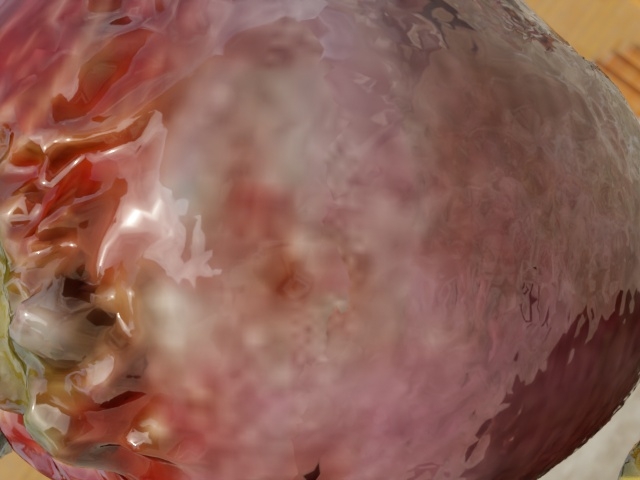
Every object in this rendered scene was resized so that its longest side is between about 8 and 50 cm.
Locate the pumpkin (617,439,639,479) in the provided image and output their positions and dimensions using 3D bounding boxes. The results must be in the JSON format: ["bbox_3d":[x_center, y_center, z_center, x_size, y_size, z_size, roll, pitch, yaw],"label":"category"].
[{"bbox_3d":[0.165,0.157,0.629,0.139,0.222,0.317,-14,-46,-18],"label":"pumpkin"}]

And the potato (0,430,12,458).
[{"bbox_3d":[-0.207,0.085,0.717,0.164,0.081,0.200,-22,-17,-44],"label":"potato"}]

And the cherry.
[{"bbox_3d":[0.000,0.000,0.520,0.192,0.249,0.175,-16,66,52],"label":"cherry"}]
